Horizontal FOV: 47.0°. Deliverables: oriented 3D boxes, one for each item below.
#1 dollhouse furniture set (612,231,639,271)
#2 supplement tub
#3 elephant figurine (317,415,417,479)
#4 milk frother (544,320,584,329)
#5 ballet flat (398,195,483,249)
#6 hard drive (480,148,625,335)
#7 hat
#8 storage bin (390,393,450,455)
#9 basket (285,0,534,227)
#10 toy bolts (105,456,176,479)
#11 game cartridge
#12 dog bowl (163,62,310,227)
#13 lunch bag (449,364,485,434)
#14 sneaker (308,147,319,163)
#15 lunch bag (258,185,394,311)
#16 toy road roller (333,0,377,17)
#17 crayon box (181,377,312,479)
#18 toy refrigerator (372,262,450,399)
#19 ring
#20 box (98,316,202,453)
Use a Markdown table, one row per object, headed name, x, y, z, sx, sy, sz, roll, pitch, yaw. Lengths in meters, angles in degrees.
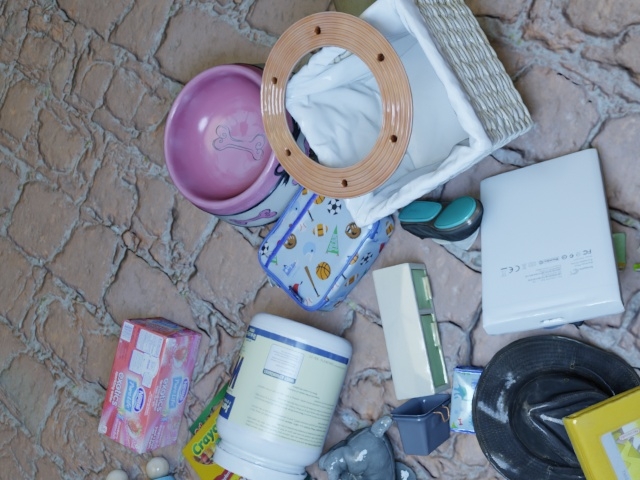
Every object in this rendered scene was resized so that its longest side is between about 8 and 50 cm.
| name | x | y | z | sx | sy | sz | roll | pitch | yaw |
| --- | --- | --- | --- | --- | --- | --- | --- | --- | --- |
| dollhouse furniture set | 0.574 | 0.021 | 1.359 | 0.151 | 0.058 | 0.076 | -1 | 86 | 29 |
| supplement tub | -0.083 | 0.338 | 1.573 | 0.235 | 0.235 | 0.325 | 14 | 80 | 29 |
| elephant figurine | 0.120 | 0.521 | 1.548 | 0.169 | 0.186 | 0.239 | -31 | 81 | -21 |
| milk frother | 0.435 | 0.087 | 1.388 | 0.129 | 0.135 | 0.143 | 4 | 95 | -4 |
| ballet flat | 0.257 | -0.035 | 1.460 | 0.096 | 0.280 | 0.095 | 44 | 80 | -18 |
| hard drive | 0.411 | -0.002 | 1.350 | 0.233 | 0.047 | 0.353 | -15 | 46 | 27 |
| hat | 0.441 | 0.329 | 1.326 | 0.331 | 0.134 | 0.331 | -1 | 86 | 9 |
| storage bin | 0.217 | 0.376 | 1.499 | 0.098 | 0.135 | 0.091 | -8 | 95 | 37 |
| basket | 0.168 | -0.257 | 1.413 | 0.328 | 0.266 | 0.331 | -33 | 86 | 40 |
| toy bolts | -0.471 | 0.637 | 1.838 | 0.228 | 0.218 | 0.158 | -18 | 71 | 9 |
| game cartridge | 0.600 | 0.398 | 1.233 | 0.285 | 0.053 | 0.324 | -21 | 82 | -5 |
| dog bowl | -0.200 | -0.237 | 1.754 | 0.408 | 0.150 | 0.408 | -2 | 87 | 29 |
| lunch bag | 0.336 | 0.320 | 1.459 | 0.151 | 0.096 | 0.129 | 5 | 87 | 15 |
| sneaker | 0.067 | -0.283 | 1.641 | 0.130 | 0.109 | 0.286 | 19 | 77 | -13 |
| lunch bag | 0.000 | 0.000 | 1.651 | 0.243 | 0.115 | 0.303 | 45 | 107 | 26 |
| toy road roller | 0.119 | -0.575 | 1.522 | 0.329 | 0.202 | 0.240 | -36 | 36 | -21 |
| crayon box | -0.194 | 0.512 | 1.745 | 0.318 | 0.081 | 0.202 | 46 | 109 | 24 |
| toy refrigerator | 0.194 | 0.186 | 1.537 | 0.094 | 0.102 | 0.269 | -16 | 79 | 27 |
| ring | 0.026 | -0.241 | 1.339 | 0.336 | 0.032 | 0.336 | 12 | 112 | 33 |
| box | -0.425 | 0.356 | 1.847 | 0.154 | 0.142 | 0.300 | 16 | 95 | 29 |
